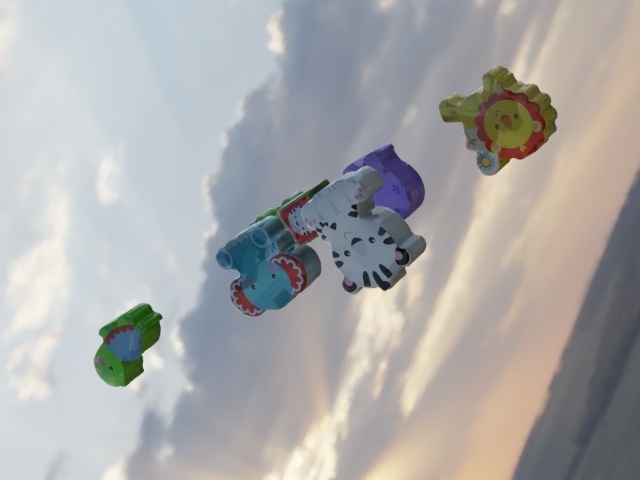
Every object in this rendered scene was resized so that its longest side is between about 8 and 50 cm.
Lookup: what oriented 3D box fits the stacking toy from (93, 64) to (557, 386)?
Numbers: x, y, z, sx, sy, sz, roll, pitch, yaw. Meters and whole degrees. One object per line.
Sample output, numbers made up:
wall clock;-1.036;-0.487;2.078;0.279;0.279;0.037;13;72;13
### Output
stacking toy;0.000;0.000;0.731;0.221;0.052;0.167;-30;5;38
